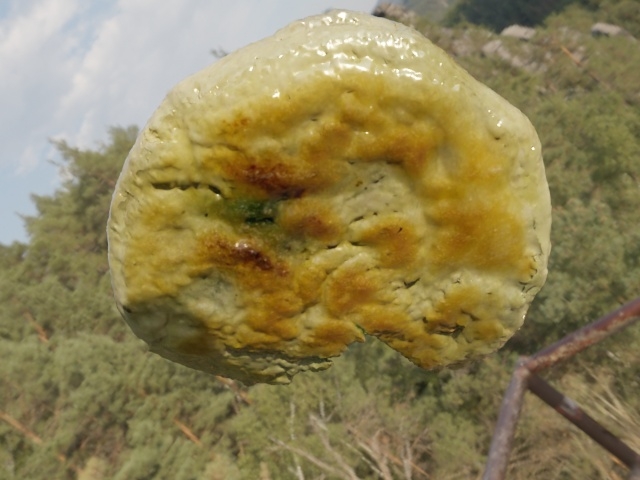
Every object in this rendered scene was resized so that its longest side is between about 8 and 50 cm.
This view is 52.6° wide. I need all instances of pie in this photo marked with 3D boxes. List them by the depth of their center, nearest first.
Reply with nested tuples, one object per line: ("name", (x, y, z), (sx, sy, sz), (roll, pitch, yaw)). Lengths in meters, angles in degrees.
("pie", (0.000, 0.000, 0.472), (0.337, 0.338, 0.075), (-48, 22, 28))
